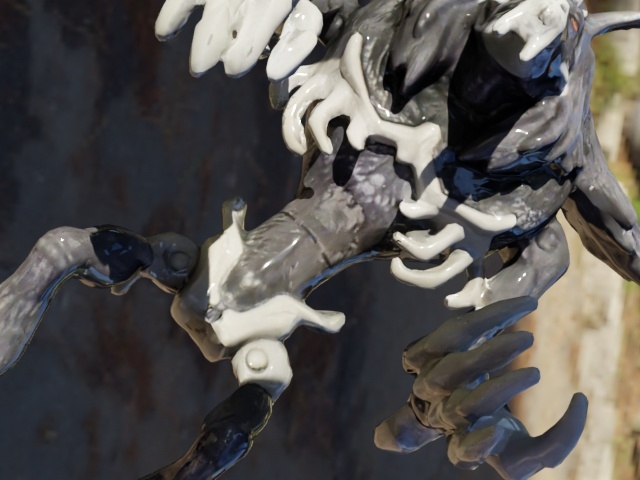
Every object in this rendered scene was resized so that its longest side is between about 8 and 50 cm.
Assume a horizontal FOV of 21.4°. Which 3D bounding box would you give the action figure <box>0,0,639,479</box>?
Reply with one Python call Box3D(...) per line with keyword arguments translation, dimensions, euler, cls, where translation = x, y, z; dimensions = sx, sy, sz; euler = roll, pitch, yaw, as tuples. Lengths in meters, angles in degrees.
Box3D(translation=(0.000, 0.000, 0.444), dimensions=(0.275, 0.164, 0.141), euler=(-42, -176, -12), cls="action figure")
